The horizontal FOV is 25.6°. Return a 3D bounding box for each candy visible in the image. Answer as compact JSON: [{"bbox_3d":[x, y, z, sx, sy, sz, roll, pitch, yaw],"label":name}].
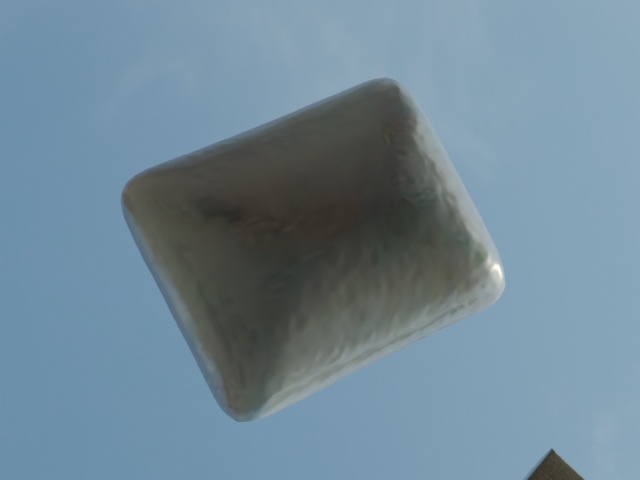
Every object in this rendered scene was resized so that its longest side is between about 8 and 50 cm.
[{"bbox_3d":[0.000,0.000,0.718,0.174,0.071,0.138,-24,-98,-25],"label":"candy"}]

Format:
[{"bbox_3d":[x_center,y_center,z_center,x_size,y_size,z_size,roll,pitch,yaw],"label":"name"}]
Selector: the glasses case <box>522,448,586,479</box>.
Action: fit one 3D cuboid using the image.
[{"bbox_3d":[0.131,0.246,1.017,0.071,0.047,0.205,43,-123,7],"label":"glasses case"}]
